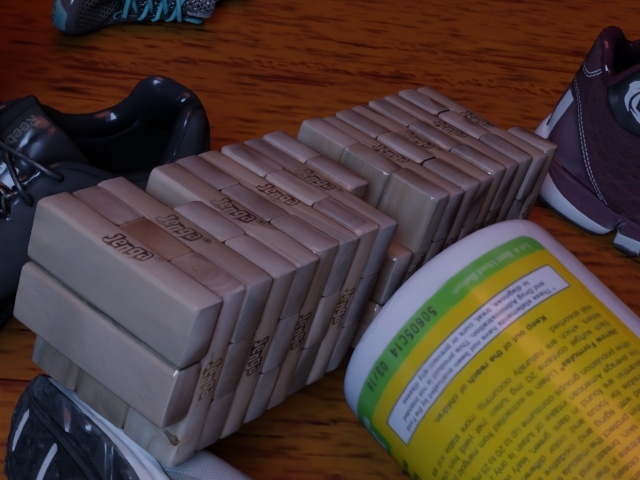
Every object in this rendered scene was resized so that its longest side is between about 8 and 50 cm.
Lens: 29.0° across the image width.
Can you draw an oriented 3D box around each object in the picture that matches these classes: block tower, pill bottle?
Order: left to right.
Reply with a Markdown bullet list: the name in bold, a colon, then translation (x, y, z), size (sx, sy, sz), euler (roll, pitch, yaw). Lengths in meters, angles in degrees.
- **block tower**: translation (0.000, 0.000, 0.625), size (0.097, 0.091, 0.335), euler (33, 30, 24)
- **pill bottle**: translation (0.135, 0.117, 0.581), size (0.136, 0.136, 0.246), euler (-24, 58, -32)

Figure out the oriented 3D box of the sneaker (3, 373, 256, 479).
- **sneaker**: translation (-0.035, 0.152, 0.546), size (0.271, 0.100, 0.108), euler (36, 28, 20)

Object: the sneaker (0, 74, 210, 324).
- **sneaker**: translation (-0.175, -0.007, 0.622), size (0.286, 0.130, 0.109), euler (-30, 63, -34)

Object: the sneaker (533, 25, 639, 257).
- **sneaker**: translation (0.263, -0.035, 0.739), size (0.281, 0.162, 0.106), euler (31, 48, 15)

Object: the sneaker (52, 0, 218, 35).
- **sneaker**: translation (-0.107, -0.176, 0.847), size (0.076, 0.065, 0.166), euler (41, 52, 17)
